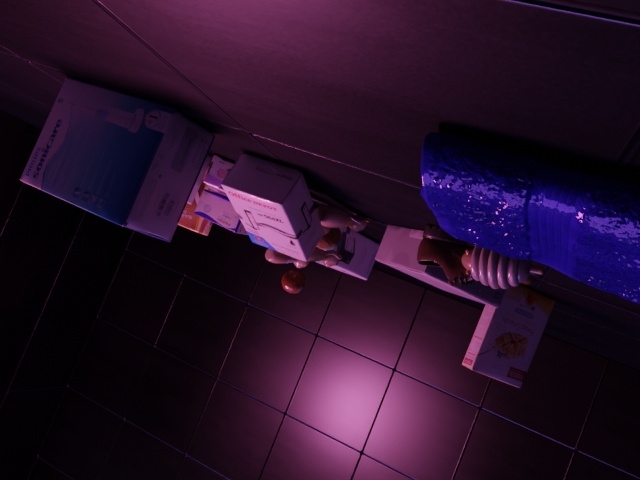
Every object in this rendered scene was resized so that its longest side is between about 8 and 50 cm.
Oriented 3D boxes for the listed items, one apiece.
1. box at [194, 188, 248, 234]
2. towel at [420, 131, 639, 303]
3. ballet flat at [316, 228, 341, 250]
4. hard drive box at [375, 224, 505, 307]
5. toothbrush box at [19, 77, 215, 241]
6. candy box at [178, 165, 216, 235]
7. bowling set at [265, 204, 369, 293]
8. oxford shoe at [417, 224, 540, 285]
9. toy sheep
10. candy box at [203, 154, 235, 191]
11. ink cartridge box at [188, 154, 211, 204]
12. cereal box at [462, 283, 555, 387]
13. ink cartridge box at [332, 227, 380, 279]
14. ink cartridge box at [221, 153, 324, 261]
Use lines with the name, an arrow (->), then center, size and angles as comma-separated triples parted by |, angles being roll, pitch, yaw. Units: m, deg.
box -> -0.242, -0.073, 1.496 | 0.126, 0.072, 0.137 | 24, -177, 13
towel -> 0.253, -0.003, 0.543 | 0.308, 0.076, 0.228 | 20, 177, 27
ballet flat -> -0.088, -0.068, 1.531 | 0.342, 0.116, 0.124 | 24, 147, 46
hard drive box -> 0.269, 0.056, 1.244 | 0.232, 0.089, 0.181 | 23, 176, -30
toothbrush box -> -0.373, -0.151, 1.033 | 0.295, 0.216, 0.126 | 20, 176, 27
candy box -> -0.433, -0.156, 1.585 | 0.316, 0.183, 0.087 | 22, 177, 7
bowling set -> -0.038, 0.026, 1.334 | 0.287, 0.200, 0.154 | 2, 174, 43
oxford shoe -> 0.279, 0.047, 1.019 | 0.227, 0.096, 0.083 | 17, 173, 38
toy sheep -> 0.290, 0.037, 0.904 | 0.132, 0.091, 0.091 | 3, 166, 34
candy box -> -0.189, -0.132, 1.369 | 0.165, 0.070, 0.196 | 23, 177, -6
ink cartridge box -> -0.351, -0.174, 1.263 | 0.128, 0.127, 0.176 | 22, 176, 13
cereal box -> 0.468, 0.228, 1.401 | 0.173, 0.240, 0.047 | 23, 177, -24
ink cartridge box -> 0.000, 0.000, 1.736 | 0.223, 0.129, 0.307 | 19, 175, 44
ink cartridge box -> -0.092, -0.063, 1.137 | 0.148, 0.086, 0.203 | 19, 154, 26
